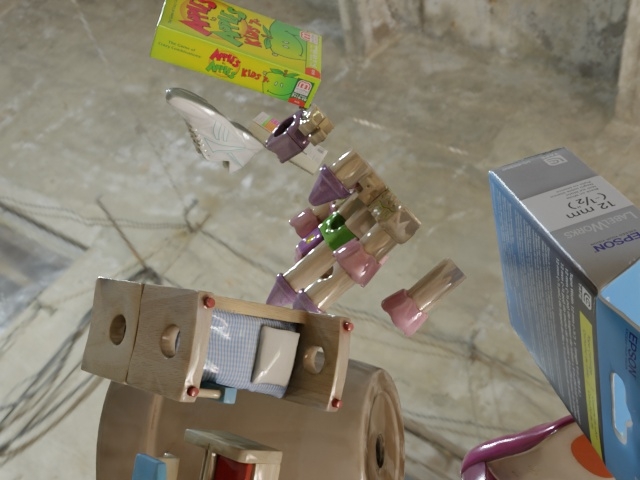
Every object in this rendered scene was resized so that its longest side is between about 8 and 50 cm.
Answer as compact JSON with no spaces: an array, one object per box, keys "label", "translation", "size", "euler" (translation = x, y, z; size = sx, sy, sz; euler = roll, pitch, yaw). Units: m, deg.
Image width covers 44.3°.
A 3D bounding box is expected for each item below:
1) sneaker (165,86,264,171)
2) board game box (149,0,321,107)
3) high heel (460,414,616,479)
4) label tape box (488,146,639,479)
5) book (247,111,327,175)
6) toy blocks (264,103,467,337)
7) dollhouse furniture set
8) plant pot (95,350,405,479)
[{"label":"sneaker","translation":[-0.134,-0.129,0.950],"size":[0.152,0.061,0.054],"euler":[34,10,-45]},{"label":"board game box","translation":[-0.090,-0.217,0.876],"size":[0.181,0.092,0.043],"euler":[16,-46,-15]},{"label":"high heel","translation":[0.370,0.309,1.227],"size":[0.377,0.181,0.127],"euler":[-33,-82,28]},{"label":"label tape box","translation":[0.312,0.082,0.876],"size":[0.347,0.115,0.249],"euler":[-114,-173,-58]},{"label":"book","translation":[-0.059,-0.182,1.446],"size":[0.144,0.096,0.035],"euler":[31,-64,-3]},{"label":"toy blocks","translation":[0.000,0.000,1.180],"size":[0.309,0.260,0.288],"euler":[46,8,-23]},{"label":"dollhouse furniture set","translation":[-0.077,0.128,0.523],"size":[0.129,0.183,0.129],"euler":[14,-8,-42]},{"label":"plant pot","translation":[-0.057,0.246,0.934],"size":[0.280,0.323,0.323],"euler":[-5,-44,19]}]
